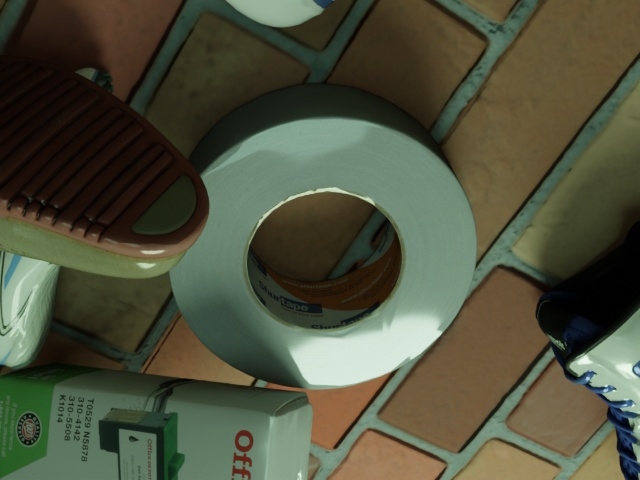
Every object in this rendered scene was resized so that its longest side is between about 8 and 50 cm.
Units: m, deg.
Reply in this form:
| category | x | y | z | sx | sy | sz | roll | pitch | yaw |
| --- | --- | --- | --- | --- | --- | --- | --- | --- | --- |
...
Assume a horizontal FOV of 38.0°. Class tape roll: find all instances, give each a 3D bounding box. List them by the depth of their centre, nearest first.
| category | x | y | z | sx | sy | sz | roll | pitch | yaw |
| --- | --- | --- | --- | --- | --- | --- | --- | --- | --- |
| tape roll | 0.000 | 0.000 | 0.681 | 0.219 | 0.072 | 0.219 | -2 | 119 | -4 |

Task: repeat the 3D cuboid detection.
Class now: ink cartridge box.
| category | x | y | z | sx | sy | sz | roll | pitch | yaw |
| --- | --- | --- | --- | --- | --- | --- | --- | --- | --- |
| ink cartridge box | -0.127 | 0.183 | 0.685 | 0.219 | 0.092 | 0.160 | 3 | 89 | 15 |

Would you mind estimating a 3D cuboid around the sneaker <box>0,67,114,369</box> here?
| category | x | y | z | sx | sy | sz | roll | pitch | yaw |
| --- | --- | --- | --- | --- | --- | --- | --- | --- | --- |
| sneaker | -0.206 | -0.015 | 0.648 | 0.086 | 0.085 | 0.237 | 23 | 110 | -9 |

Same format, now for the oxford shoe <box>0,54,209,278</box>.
| category | x | y | z | sx | sy | sz | roll | pitch | yaw |
| --- | --- | --- | --- | --- | --- | --- | --- | --- | --- |
| oxford shoe | -0.226 | -0.042 | 0.577 | 0.348 | 0.123 | 0.130 | 22 | 130 | 16 |

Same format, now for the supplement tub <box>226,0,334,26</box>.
| category | x | y | z | sx | sy | sz | roll | pitch | yaw |
| --- | --- | --- | --- | --- | --- | --- | --- | --- | --- |
| supplement tub | 0.033 | -0.281 | 0.448 | 0.316 | 0.228 | 0.228 | -36 | 115 | 13 |

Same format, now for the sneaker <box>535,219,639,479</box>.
| category | x | y | z | sx | sy | sz | roll | pitch | yaw |
| --- | --- | --- | --- | --- | --- | --- | --- | --- | --- |
| sneaker | 0.256 | 0.110 | 0.747 | 0.182 | 0.127 | 0.315 | 5 | 110 | -4 |
